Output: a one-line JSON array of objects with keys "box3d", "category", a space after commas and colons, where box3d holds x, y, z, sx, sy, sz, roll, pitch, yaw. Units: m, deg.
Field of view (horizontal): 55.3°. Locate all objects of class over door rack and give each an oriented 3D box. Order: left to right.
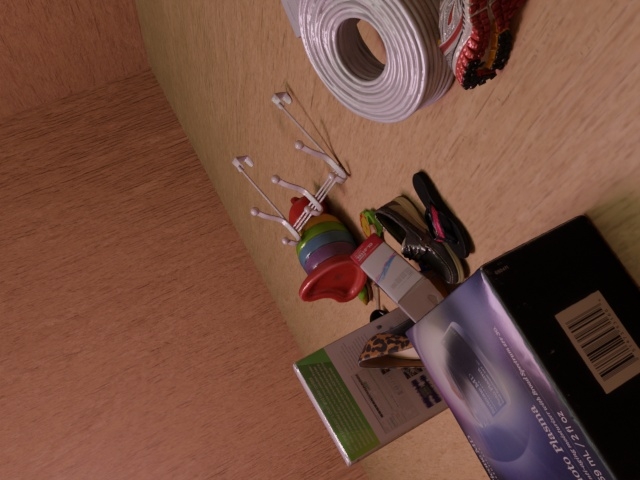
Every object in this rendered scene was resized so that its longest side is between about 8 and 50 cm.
[{"box3d": [-0.100, -0.180, 1.520, 0.239, 0.108, 0.324, -52, 58, 30], "category": "over door rack"}]

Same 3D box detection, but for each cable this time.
[{"box3d": [0.079, -0.298, 0.904, 0.257, 0.089, 0.257, 37, 150, 23], "category": "cable"}]

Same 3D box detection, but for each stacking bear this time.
[{"box3d": [0.000, 0.000, 1.602, 0.164, 0.175, 0.289, -57, 42, 35], "category": "stacking bear"}]

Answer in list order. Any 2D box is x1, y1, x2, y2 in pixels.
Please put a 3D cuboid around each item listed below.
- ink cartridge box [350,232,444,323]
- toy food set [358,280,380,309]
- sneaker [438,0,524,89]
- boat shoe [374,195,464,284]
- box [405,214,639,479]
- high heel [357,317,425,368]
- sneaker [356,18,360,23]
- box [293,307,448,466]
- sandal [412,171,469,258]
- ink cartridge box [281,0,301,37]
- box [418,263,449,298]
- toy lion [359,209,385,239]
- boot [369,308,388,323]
[{"box3d": [0.154, 0.080, 1.185, 0.127, 0.072, 0.175, 45, -179, -40], "category": "ink cartridge box"}, {"box3d": [0.095, 0.115, 1.669, 0.192, 0.038, 0.132, 50, 159, 43], "category": "toy food set"}, {"box3d": [0.177, -0.282, 0.711, 0.093, 0.088, 0.225, 58, 163, 26], "category": "sneaker"}, {"box3d": [0.182, 0.007, 1.158, 0.223, 0.073, 0.080, 54, 162, 34], "category": "boat shoe"}, {"box3d": [0.296, 0.178, 0.818, 0.296, 0.182, 0.294, 61, 160, 16], "category": "box"}, {"box3d": [0.197, 0.238, 1.162, 0.261, 0.186, 0.093, 34, 149, 58], "category": "high heel"}, {"box3d": [0.018, -0.471, 0.984, 0.126, 0.091, 0.240, -105, 2, -52], "category": "sneaker"}, {"box3d": [0.137, 0.283, 1.269, 0.232, 0.322, 0.058, 57, 162, 28], "category": "box"}, {"box3d": [0.203, -0.039, 1.082, 0.179, 0.040, 0.067, 60, 164, 17], "category": "sandal"}, {"box3d": [-0.038, -0.514, 1.126, 0.223, 0.045, 0.224, 67, 163, -9], "category": "ink cartridge box"}, {"box3d": [0.231, 0.110, 1.246, 0.136, 0.028, 0.081, 63, 164, 0], "category": "box"}, {"box3d": [0.115, -0.033, 1.403, 0.100, 0.034, 0.096, 89, 159, -55], "category": "toy lion"}, {"box3d": [0.190, 0.303, 1.573, 0.244, 0.088, 0.176, 60, 163, 30], "category": "boot"}]
